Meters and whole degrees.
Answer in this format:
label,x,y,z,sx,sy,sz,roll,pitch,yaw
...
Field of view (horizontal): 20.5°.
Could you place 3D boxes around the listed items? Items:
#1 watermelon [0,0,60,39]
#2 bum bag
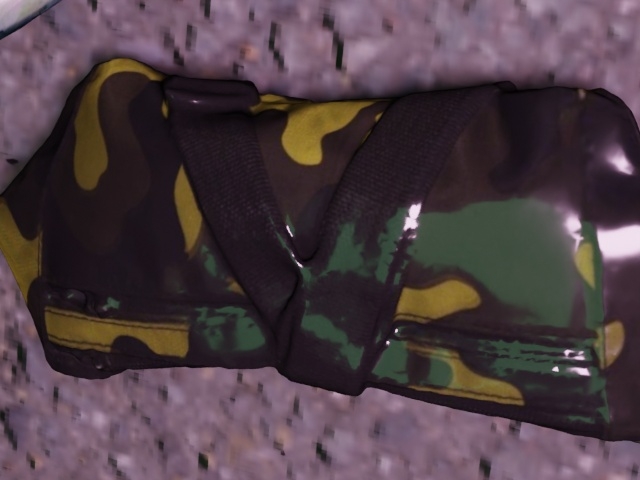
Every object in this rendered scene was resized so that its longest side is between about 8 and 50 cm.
label,x,y,z,sx,sy,sz,roll,pitch,yaw
watermelon,-0.117,-0.217,0.496,0.175,0.188,0.322,-15,99,-14
bum bag,0.000,0.000,0.542,0.232,0.060,0.107,6,99,19
